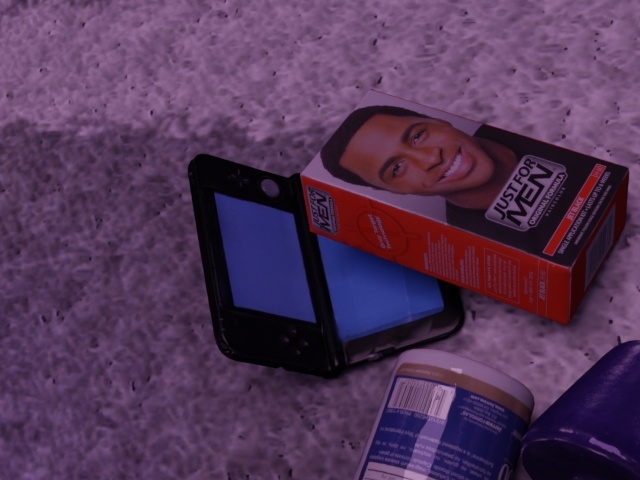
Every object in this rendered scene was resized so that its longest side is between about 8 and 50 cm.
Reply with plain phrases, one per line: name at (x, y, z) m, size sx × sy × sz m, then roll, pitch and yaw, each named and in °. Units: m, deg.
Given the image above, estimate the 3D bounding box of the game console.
game console at (0.000, 0.000, 0.638) m, size 0.071 × 0.107 × 0.122 m, roll -41°, pitch 48°, yaw 37°

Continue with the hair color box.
hair color box at (0.069, -0.019, 0.606) m, size 0.141 × 0.043 × 0.072 m, roll 19°, pitch 54°, yaw 25°

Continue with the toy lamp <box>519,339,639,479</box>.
toy lamp at (0.076, 0.154, 0.485) m, size 0.080 × 0.080 × 0.274 m, roll 20°, pitch 57°, yaw 33°

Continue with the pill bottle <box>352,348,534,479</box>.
pill bottle at (0.047, 0.114, 0.554) m, size 0.067 × 0.067 × 0.120 m, roll 11°, pitch 70°, yaw 30°
